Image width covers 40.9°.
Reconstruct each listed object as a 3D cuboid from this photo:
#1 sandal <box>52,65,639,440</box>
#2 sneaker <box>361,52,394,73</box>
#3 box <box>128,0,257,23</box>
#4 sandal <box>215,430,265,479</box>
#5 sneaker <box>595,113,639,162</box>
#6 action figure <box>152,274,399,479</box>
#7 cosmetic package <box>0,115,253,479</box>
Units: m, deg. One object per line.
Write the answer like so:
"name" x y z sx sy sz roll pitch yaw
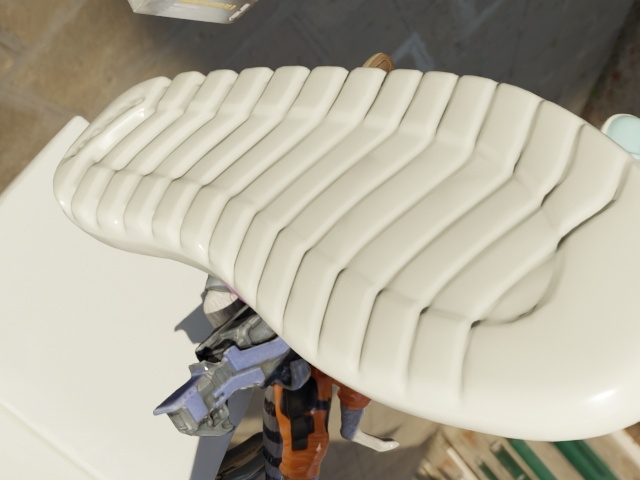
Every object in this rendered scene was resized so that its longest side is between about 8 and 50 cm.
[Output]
"sandal" 0.009 -0.012 0.472 0.169 0.416 0.102 -52 136 -16
"sneaker" 0.083 -0.191 1.225 0.066 0.071 0.188 52 52 -45
"box" -0.190 -0.366 0.992 0.056 0.231 0.183 -33 171 29
"sandal" -0.148 0.286 1.019 0.219 0.060 0.090 -31 -161 -15
"sneaker" 0.348 -0.001 0.804 0.135 0.366 0.150 15 141 -21
"action figure" -0.052 0.114 0.795 0.178 0.330 0.341 -7 -165 39
"cosmetic package" -0.314 0.148 0.951 0.393 0.327 0.329 -31 -155 37
